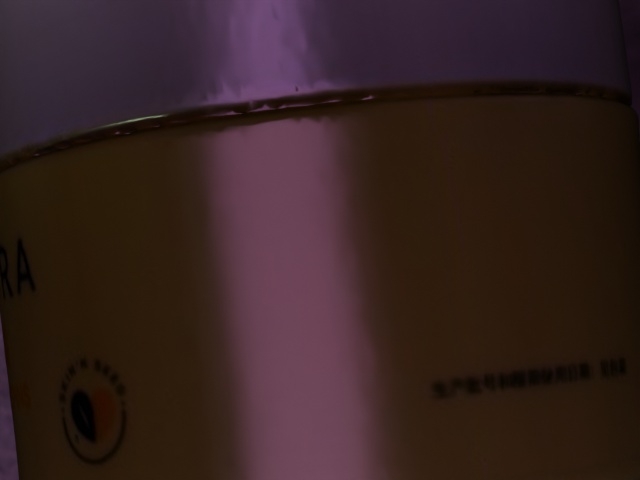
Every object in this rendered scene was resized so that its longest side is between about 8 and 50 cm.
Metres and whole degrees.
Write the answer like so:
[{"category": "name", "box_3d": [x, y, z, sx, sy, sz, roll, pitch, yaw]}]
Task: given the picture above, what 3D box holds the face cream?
[{"category": "face cream", "box_3d": [0.000, 0.000, 0.655, 0.218, 0.218, 0.179, -7, 86, 11]}]
